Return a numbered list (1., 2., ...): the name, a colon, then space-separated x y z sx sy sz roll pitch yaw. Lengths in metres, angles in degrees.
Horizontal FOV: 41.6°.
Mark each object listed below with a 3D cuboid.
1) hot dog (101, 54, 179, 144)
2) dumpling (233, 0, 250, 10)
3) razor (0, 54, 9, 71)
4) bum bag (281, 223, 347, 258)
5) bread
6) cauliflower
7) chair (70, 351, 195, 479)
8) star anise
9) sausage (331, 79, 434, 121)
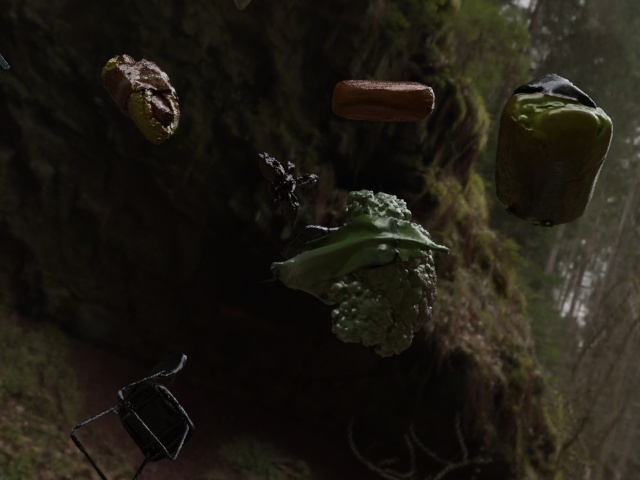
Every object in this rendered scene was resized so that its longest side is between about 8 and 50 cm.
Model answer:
1. hot dog: -0.338 -0.291 1.605 0.123 0.093 0.261 -10 49 -45
2. dumpling: -0.182 -0.620 1.931 0.131 0.179 0.252 -7 38 -31
3. razor: -0.746 -0.452 1.843 0.066 0.033 0.190 -30 -77 34
4. bum bag: 0.000 0.000 1.717 0.197 0.087 0.049 0 43 -50
5. bread: 0.523 -0.198 1.953 0.251 0.208 0.377 44 -19 26
6. cauliflower: 0.053 0.050 1.349 0.315 0.257 0.239 -3 8 29
7. chair: -0.290 0.306 1.452 0.145 0.140 0.221 52 23 0
8. star anise: -0.058 -0.125 1.783 0.158 0.141 0.144 30 -29 -23
9. sausage: 0.160 -0.359 2.171 0.274 0.105 0.105 7 -20 22
